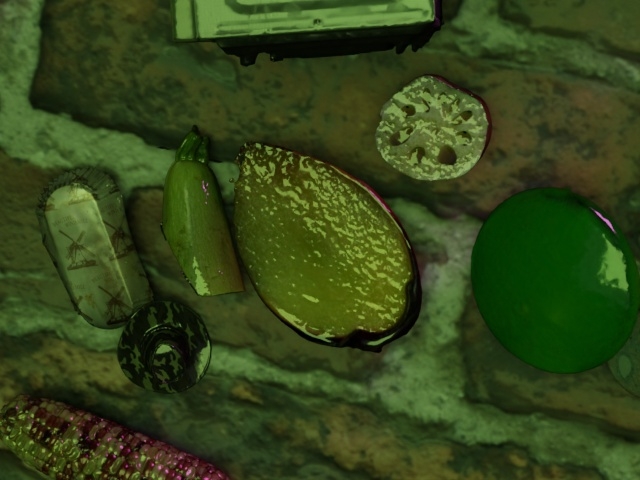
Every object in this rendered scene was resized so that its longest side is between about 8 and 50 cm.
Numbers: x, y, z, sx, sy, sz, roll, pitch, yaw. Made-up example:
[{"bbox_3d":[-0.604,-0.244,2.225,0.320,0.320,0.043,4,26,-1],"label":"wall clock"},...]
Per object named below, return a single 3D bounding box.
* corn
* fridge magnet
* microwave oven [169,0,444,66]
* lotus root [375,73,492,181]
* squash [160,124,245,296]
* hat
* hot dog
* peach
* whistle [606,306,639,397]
[{"bbox_3d":[-0.238,0.260,1.760,0.290,0.098,0.098,22,99,3],"label":"corn"},{"bbox_3d":[0.257,0.043,1.662,0.208,0.088,0.208,12,109,39],"label":"fridge magnet"},{"bbox_3d":[-0.002,-0.290,1.536,0.286,0.355,0.218,-2,97,5],"label":"microwave oven"},{"bbox_3d":[0.125,-0.123,1.685,0.122,0.081,0.112,27,101,1],"label":"lotus root"},{"bbox_3d":[-0.143,-0.031,1.729,0.075,0.090,0.200,-18,81,39],"label":"squash"},{"bbox_3d":[-0.179,0.130,1.753,0.121,0.050,0.121,-5,112,-12],"label":"hat"},{"bbox_3d":[-0.260,0.011,1.751,0.108,0.059,0.191,-14,102,15],"label":"hot dog"},{"bbox_3d":[0.002,0.000,1.720,0.189,0.068,0.279,-32,95,16],"label":"peach"},{"bbox_3d":[0.346,0.088,1.696,0.107,0.057,0.220,-39,79,49],"label":"whistle"}]
